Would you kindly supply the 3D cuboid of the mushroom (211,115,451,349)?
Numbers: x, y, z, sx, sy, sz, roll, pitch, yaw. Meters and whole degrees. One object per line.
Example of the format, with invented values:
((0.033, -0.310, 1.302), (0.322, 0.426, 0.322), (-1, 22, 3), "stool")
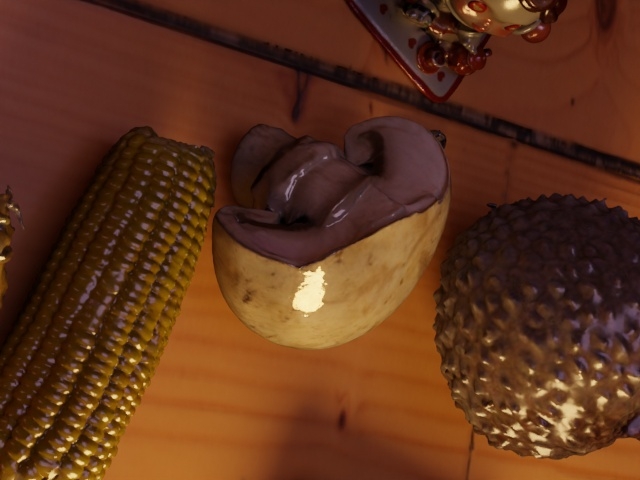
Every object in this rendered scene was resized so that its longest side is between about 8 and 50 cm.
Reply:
((0.000, 0.000, 1.132), (0.254, 0.195, 0.189), (-32, 141, -37), "mushroom")

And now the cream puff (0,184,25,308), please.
((-0.319, 0.015, 0.925), (0.189, 0.129, 0.189), (-3, 96, -35), "cream puff")

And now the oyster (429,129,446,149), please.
((0.105, -0.100, 1.281), (0.083, 0.019, 0.054), (12, 84, -34), "oyster")

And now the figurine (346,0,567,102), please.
((0.178, -0.260, 1.206), (0.183, 0.226, 0.160), (45, 65, -26), "figurine")

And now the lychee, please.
((0.257, 0.090, 1.246), (0.300, 0.300, 0.299), (0, 91, -35), "lychee")

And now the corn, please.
((-0.190, 0.061, 1.016), (0.131, 0.131, 0.344), (31, 72, -31), "corn")
